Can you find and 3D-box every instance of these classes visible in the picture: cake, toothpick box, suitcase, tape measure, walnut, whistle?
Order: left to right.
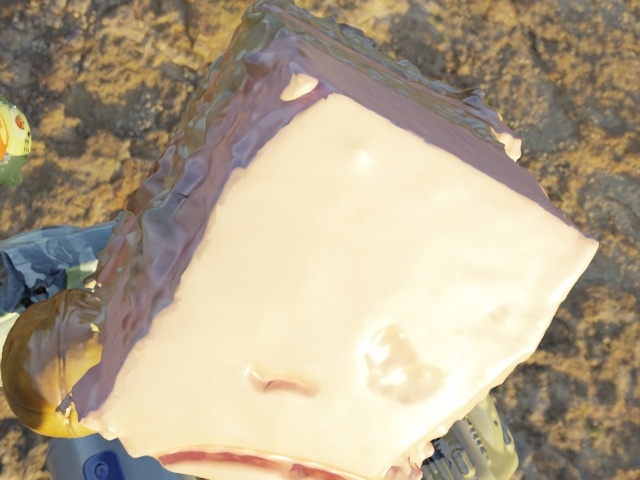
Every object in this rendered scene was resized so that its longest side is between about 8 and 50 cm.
[{"bbox_3d":[-0.417,-0.122,0.995,0.106,0.288,0.131,-14,94,5],"label":"whistle"},{"bbox_3d":[-0.399,0.093,1.226,0.256,0.275,0.147,-17,64,-46],"label":"tape measure"},{"bbox_3d":[-0.290,0.141,1.015,0.167,0.167,0.207,18,17,-19],"label":"walnut"},{"bbox_3d":[-0.317,0.469,1.463,0.262,0.263,0.355,-7,52,-31],"label":"toothpick box"},{"bbox_3d":[0.000,0.000,0.676,0.293,0.314,0.307,24,16,-18],"label":"cake"},{"bbox_3d":[0.213,0.299,1.545,0.352,0.194,0.339,62,18,14],"label":"suitcase"}]
